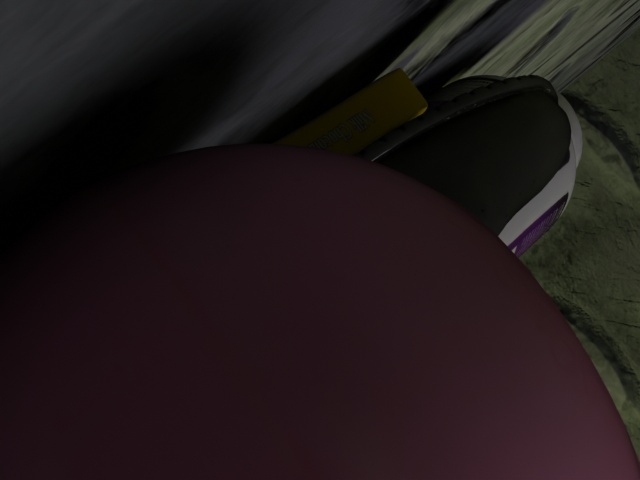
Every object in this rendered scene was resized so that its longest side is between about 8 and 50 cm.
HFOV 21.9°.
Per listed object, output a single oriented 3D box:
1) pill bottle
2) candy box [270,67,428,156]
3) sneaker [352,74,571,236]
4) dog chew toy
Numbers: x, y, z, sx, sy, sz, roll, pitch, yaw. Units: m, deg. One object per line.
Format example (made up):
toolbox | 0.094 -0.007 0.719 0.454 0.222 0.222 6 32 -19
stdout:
pill bottle | 0.084 -0.035 0.960 0.108 0.108 0.193 -42 176 33
candy box | -0.041 -0.002 0.672 0.105 0.027 0.206 -40 177 40
sneaker | 0.003 0.067 0.627 0.330 0.146 0.122 -40 174 -26
dog chew toy | -0.081 0.118 0.424 0.331 0.207 0.206 -31 175 -11
